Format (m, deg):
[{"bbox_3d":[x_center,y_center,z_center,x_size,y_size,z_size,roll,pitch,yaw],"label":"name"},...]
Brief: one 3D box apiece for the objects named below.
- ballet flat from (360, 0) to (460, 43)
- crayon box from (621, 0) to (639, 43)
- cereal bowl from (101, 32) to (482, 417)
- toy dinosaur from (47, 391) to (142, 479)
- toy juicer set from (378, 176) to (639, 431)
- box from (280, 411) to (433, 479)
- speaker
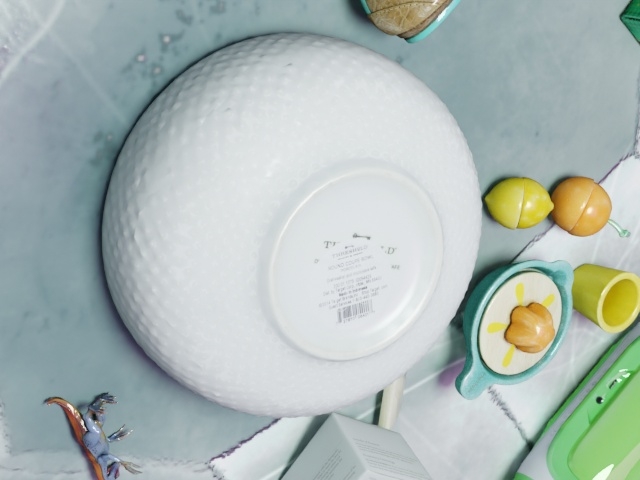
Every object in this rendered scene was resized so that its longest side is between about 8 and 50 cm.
[{"bbox_3d":[0.145,-0.325,1.024,0.342,0.116,0.124,-46,107,-7],"label":"ballet flat"},{"bbox_3d":[0.457,-0.215,1.277,0.278,0.081,0.165,39,83,-37],"label":"crayon box"},{"bbox_3d":[0.000,0.000,0.991,0.339,0.141,0.339,-9,109,-27],"label":"cereal bowl"},{"bbox_3d":[-0.192,0.172,1.018,0.090,0.047,0.082,14,111,-3],"label":"toy dinosaur"},{"bbox_3d":[0.192,0.050,1.189,0.329,0.089,0.209,-24,119,-25],"label":"toy juicer set"},{"bbox_3d":[0.034,0.237,1.138,0.102,0.087,0.101,23,109,-38],"label":"box"},{"bbox_3d":[0.344,0.205,1.327,0.296,0.131,0.131,-47,126,-11],"label":"speaker"}]
